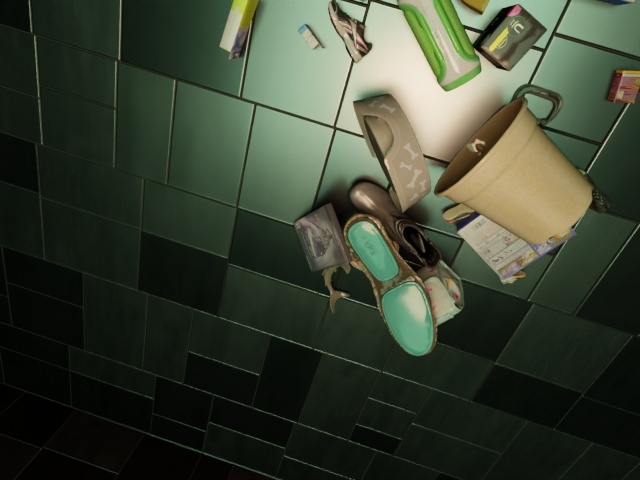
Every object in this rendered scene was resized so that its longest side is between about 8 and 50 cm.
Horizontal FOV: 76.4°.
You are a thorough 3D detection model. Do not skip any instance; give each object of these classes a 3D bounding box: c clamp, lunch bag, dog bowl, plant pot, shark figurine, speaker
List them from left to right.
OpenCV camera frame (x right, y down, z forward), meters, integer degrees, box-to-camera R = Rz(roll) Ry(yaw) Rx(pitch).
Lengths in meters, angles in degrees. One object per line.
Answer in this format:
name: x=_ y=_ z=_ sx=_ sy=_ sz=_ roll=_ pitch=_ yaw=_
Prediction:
shark figurine: x=0.038 y=0.122 z=1.497 sx=0.166 sy=0.116 sz=0.278 roll=26 pitch=124 yaw=15
dog bowl: x=0.208 y=-0.257 z=1.167 sx=0.102 sy=0.348 sz=0.348 roll=-24 pitch=109 yaw=7
lunch bag: x=0.368 y=0.211 z=1.397 sx=0.160 sy=0.262 sz=0.223 roll=43 pitch=117 yaw=-11
speaker: x=0.322 y=-0.564 z=1.101 sx=0.131 sy=0.131 sz=0.296 roll=-27 pitch=108 yaw=22
plant pot: x=0.409 y=-0.656 z=1.068 sx=0.083 sy=0.081 sz=0.081 roll=29 pitch=118 yaw=8
plant pot: x=0.546 y=-0.164 z=1.124 sx=0.306 sy=0.333 sz=0.333 roll=38 pitch=117 yaw=-3
c clamp: x=0.616 y=-0.383 z=1.194 sx=0.161 sy=0.022 sz=0.137 roll=15 pitch=113 yaw=5

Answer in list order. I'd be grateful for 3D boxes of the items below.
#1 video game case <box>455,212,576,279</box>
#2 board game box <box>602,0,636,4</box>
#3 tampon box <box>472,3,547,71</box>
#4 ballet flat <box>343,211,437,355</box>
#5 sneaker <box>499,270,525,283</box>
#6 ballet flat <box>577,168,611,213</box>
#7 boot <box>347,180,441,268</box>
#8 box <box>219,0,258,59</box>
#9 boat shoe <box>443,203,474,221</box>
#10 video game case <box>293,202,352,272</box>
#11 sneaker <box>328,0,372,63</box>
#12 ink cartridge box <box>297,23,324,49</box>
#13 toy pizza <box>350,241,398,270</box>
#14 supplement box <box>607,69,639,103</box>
video game case: x=0.634 y=-0.035 z=1.335 sx=0.244 sy=0.061 sz=0.270 roll=45 pitch=116 yaw=-9
board game box: x=0.659 y=-0.763 z=0.959 sx=0.309 sy=0.086 sz=0.301 roll=17 pitch=118 yaw=3
tampon box: x=0.487 y=-0.529 z=1.066 sx=0.102 sy=0.161 sz=0.120 roll=36 pitch=116 yaw=-7
ballet flat: x=0.230 y=0.120 z=1.286 sx=0.164 sy=0.182 sz=0.482 roll=-28 pitch=94 yaw=16
sneaker: x=0.677 y=0.131 z=1.430 sx=0.084 sy=0.031 sz=0.036 roll=-14 pitch=126 yaw=23
ballet flat: x=0.832 y=-0.155 z=1.254 sx=0.173 sy=0.049 sz=0.057 roll=47 pitch=160 yaw=-12
boot: x=0.243 y=-0.063 z=1.299 sx=0.338 sy=0.222 sz=0.118 roll=37 pitch=98 yaw=-11
box: x=-0.241 y=-0.629 z=1.192 sx=0.043 sy=0.109 sz=0.178 roll=26 pitch=118 yaw=-6
boat shoe: x=0.476 y=-0.099 z=1.348 sx=0.137 sy=0.049 sz=0.043 roll=-26 pitch=150 yaw=19
video game case: x=0.000 y=0.000 z=1.371 sx=0.274 sy=0.026 sz=0.195 roll=-22 pitch=88 yaw=63
sneaker: x=0.087 y=-0.610 z=1.169 sx=0.077 sy=0.072 sz=0.178 roll=-31 pitch=115 yaw=11
ink cartridge box: x=-0.027 y=-0.594 z=1.200 sx=0.028 sy=0.048 sz=0.083 roll=-34 pitch=105 yaw=24
toy pizza: x=0.182 y=0.032 z=1.475 sx=0.202 sy=0.032 sz=0.201 roll=4 pitch=116 yaw=9
supplement box: x=0.837 y=-0.423 z=1.115 sx=0.055 sy=0.043 sz=0.083 roll=6 pitch=116 yaw=8
